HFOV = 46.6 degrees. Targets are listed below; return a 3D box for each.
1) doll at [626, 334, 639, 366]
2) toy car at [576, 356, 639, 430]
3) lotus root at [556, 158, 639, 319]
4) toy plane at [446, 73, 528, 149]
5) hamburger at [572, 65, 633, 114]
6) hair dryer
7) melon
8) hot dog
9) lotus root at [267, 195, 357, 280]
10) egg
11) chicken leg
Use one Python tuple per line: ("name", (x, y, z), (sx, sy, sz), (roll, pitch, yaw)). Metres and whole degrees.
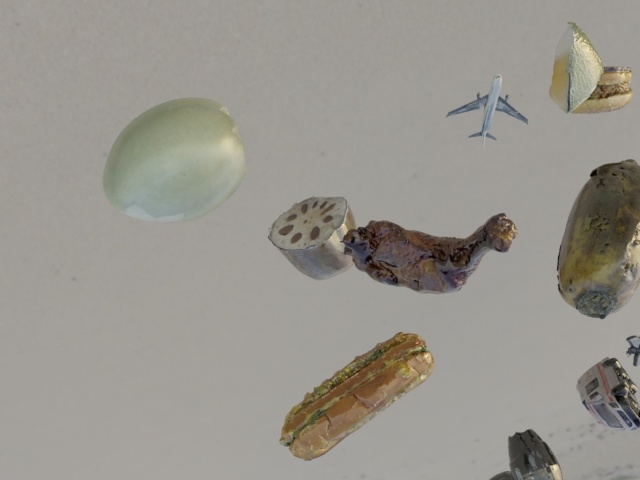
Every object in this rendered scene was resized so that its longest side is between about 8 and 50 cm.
("doll", (0.873, 0.250, 1.894), (0.219, 0.091, 0.067), (-23, -161, -15))
("toy car", (0.586, 0.323, 1.505), (0.108, 0.089, 0.210), (-36, -175, 18))
("lotus root", (0.593, -0.017, 1.510), (0.196, 0.179, 0.397), (109, 8, -55))
("toy plane", (0.458, -0.356, 2.008), (0.226, 0.058, 0.226), (5, 128, 2))
("hamburger", (0.688, -0.380, 1.876), (0.182, 0.118, 0.191), (-7, -165, -23))
("hair dryer", (0.376, 0.512, 1.445), (0.091, 0.235, 0.272), (-3, 153, -32))
("melon", (0.590, -0.399, 1.703), (0.139, 0.093, 0.202), (-10, 112, -22))
("hot dog", (0.054, 0.231, 1.113), (0.269, 0.115, 0.072), (-35, 120, -5))
("lotus root", (0.000, 0.000, 2.202), (0.272, 0.272, 0.192), (-29, 121, 12))
("egg", (-0.343, -0.176, 1.728), (0.336, 0.278, 0.278), (-26, 159, -12))
("chicken leg", (0.189, 0.017, 1.253), (0.407, 0.158, 0.096), (-5, -137, 56))
